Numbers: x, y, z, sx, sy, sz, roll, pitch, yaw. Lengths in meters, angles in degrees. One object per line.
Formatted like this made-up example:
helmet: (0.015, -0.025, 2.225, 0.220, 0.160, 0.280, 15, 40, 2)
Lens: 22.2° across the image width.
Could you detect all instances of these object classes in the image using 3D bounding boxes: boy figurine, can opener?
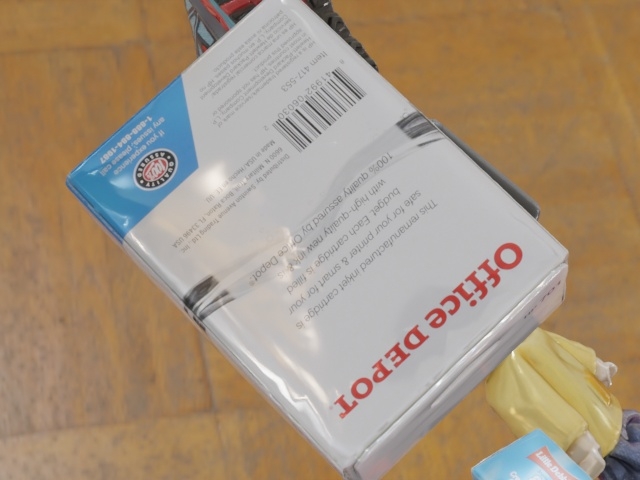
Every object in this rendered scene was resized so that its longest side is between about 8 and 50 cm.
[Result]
boy figurine: (0.187, 0.113, 1.218, 0.285, 0.092, 0.177, 41, 22, 4)
can opener: (0.097, -0.082, 1.635, 0.280, 0.074, 0.093, 32, 87, -23)

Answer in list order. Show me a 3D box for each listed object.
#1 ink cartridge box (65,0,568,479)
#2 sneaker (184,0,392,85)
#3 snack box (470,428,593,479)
ink cartridge box: (0.000, 0.000, 0.755, 0.139, 0.082, 0.190, -43, 74, -8)
sneaker: (-0.027, -0.122, 1.151, 0.104, 0.125, 0.262, -21, 90, -16)
snack box: (0.214, 0.274, 0.978, 0.060, 0.187, 0.322, -30, 41, -14)
